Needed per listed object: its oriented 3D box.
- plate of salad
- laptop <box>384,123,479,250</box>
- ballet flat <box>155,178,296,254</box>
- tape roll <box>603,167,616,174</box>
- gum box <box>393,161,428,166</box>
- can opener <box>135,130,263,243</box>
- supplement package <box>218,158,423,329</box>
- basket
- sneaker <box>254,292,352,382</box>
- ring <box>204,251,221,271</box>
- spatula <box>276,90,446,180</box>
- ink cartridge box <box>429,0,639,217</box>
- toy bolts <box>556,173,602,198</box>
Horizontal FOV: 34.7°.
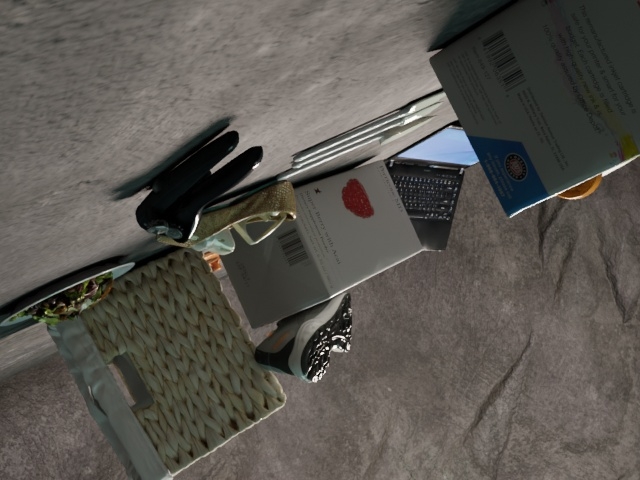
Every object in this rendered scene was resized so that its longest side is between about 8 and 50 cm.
[{"bbox_3d":[-0.342,0.082,1.406,0.199,0.048,0.200,-25,178,-1],"label":"plate of salad"},{"bbox_3d":[0.234,-0.091,1.912,0.234,0.264,0.136,2,-165,-44],"label":"laptop"},{"bbox_3d":[-0.112,-0.021,1.317,0.206,0.067,0.073,-24,179,-29],"label":"ballet flat"},{"bbox_3d":[0.567,-0.197,2.172,0.286,0.100,0.286,-22,168,-5],"label":"tape roll"},{"bbox_3d":[0.180,-0.148,2.052,0.157,0.041,0.184,-26,177,3],"label":"gum box"},{"bbox_3d":[-0.113,-0.051,0.913,0.059,0.073,0.186,19,153,-23],"label":"can opener"},{"bbox_3d":[0.000,0.000,1.662,0.175,0.178,0.293,-26,179,37],"label":"supplement package"},{"bbox_3d":[-0.266,0.205,1.696,0.266,0.328,0.331,-29,179,-17],"label":"basket"},{"bbox_3d":[-0.017,0.145,1.648,0.108,0.100,0.271,3,-167,21],"label":"sneaker"},{"bbox_3d":[-0.314,0.088,2.158,0.336,0.032,0.336,-26,178,-1],"label":"ring"},{"bbox_3d":[0.061,-0.132,1.312,0.242,0.019,0.168,-25,179,-16],"label":"spatula"},{"bbox_3d":[0.261,-0.157,0.939,0.232,0.171,0.168,-27,178,41],"label":"ink cartridge box"},{"bbox_3d":[0.380,-0.182,1.754,0.228,0.218,0.158,-7,-168,23],"label":"toy bolts"}]
